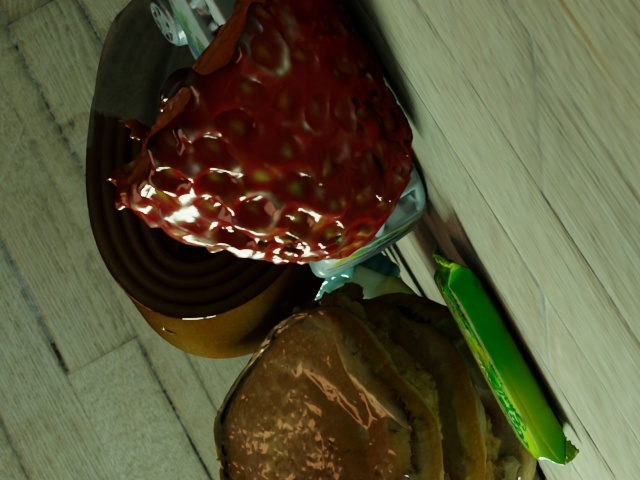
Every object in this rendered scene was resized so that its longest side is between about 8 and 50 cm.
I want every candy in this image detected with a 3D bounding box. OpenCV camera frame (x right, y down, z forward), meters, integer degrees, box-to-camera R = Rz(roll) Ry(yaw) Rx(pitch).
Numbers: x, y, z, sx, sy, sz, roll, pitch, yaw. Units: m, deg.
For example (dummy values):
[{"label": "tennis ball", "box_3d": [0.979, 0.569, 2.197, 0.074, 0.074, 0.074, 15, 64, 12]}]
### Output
[{"label": "candy", "box_3d": [0.128, 0.082, 1.279, 0.178, 0.032, 0.102, 61, 177, -2]}]

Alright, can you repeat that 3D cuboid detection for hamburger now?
[{"label": "hamburger", "box_3d": [0.040, 0.156, 1.457, 0.260, 0.211, 0.245, -5, 91, 47]}]

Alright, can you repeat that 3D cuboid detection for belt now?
[{"label": "belt", "box_3d": [-0.091, -0.074, 1.501, 0.122, 0.217, 0.338, 67, -161, -66]}]

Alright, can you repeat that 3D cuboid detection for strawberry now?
[{"label": "strawberry", "box_3d": [-0.018, -0.077, 1.152, 0.178, 0.234, 0.234, 34, -178, -9]}]

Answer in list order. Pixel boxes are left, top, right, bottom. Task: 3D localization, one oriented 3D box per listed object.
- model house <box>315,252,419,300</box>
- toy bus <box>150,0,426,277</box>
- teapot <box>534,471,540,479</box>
[{"label": "model house", "box_3d": [0.000, 0.000, 1.841, 0.325, 0.194, 0.267, 24, 147, 24]}, {"label": "toy bus", "box_3d": [-0.033, -0.138, 1.323, 0.329, 0.109, 0.136, 60, 166, 3]}, {"label": "teapot", "box_3d": [0.128, 0.205, 1.611, 0.165, 0.119, 0.130, 63, 174, -14]}]
